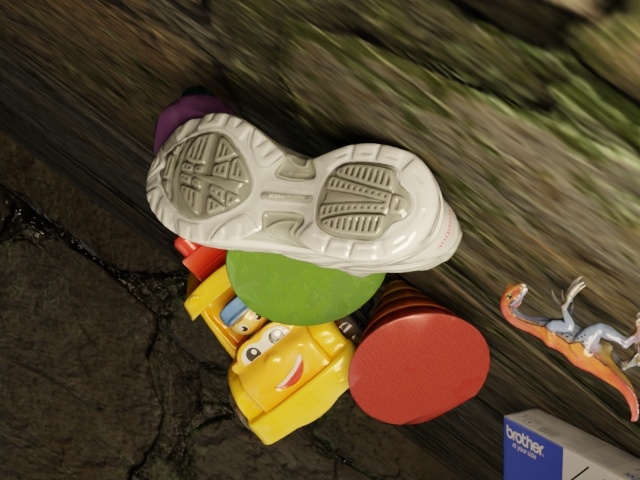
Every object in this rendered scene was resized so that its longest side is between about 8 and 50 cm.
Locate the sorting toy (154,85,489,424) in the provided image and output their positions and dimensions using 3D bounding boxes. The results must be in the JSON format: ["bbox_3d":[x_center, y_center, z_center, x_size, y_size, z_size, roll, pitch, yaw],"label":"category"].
[{"bbox_3d":[0.000,0.000,0.911,0.365,0.127,0.126,45,-162,-28],"label":"sorting toy"}]

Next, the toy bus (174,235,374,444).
[{"bbox_3d":[-0.061,0.051,1.047,0.211,0.149,0.220,48,-168,-19],"label":"toy bus"}]

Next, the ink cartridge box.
[{"bbox_3d":[0.254,0.240,1.053,0.207,0.046,0.097,21,117,60],"label":"ink cartridge box"}]

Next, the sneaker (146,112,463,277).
[{"bbox_3d":[-0.013,-0.016,0.731,0.232,0.090,0.115,16,170,33],"label":"sneaker"}]

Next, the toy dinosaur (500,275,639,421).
[{"bbox_3d":[0.144,0.054,0.643,0.082,0.090,0.047,1,141,16],"label":"toy dinosaur"}]
